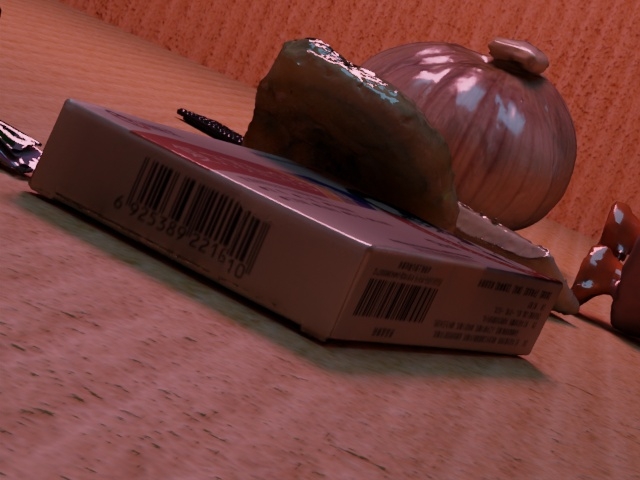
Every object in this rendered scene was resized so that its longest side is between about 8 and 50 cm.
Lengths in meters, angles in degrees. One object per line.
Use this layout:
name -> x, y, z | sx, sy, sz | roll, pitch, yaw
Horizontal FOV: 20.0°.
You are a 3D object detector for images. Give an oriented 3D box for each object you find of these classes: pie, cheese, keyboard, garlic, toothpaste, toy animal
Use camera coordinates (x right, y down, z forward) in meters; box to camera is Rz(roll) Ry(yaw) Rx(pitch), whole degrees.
pie -> 0.025, -0.058, 1.361 | 0.185, 0.052, 0.218 | 33, -30, 9
cheese -> 0.116, -0.022, 1.786 | 0.085, 0.034, 0.400 | 49, -9, -35
keyboard -> -0.082, -0.104, 1.972 | 0.061, 0.013, 0.204 | 19, 7, -41
garlic -> 0.166, -0.124, 2.207 | 0.321, 0.241, 0.322 | 7, -8, 1
toothpaste -> -0.237, -0.082, 1.111 | 0.170, 0.028, 0.045 | 29, 14, 16
toy animal -> 0.396, 0.050, 1.759 | 0.281, 0.169, 0.195 | 30, 49, 8

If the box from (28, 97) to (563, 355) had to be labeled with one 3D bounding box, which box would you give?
box -> 0.000, 0.000, 1.147 | 0.214, 0.069, 0.353 | 26, 5, 24
